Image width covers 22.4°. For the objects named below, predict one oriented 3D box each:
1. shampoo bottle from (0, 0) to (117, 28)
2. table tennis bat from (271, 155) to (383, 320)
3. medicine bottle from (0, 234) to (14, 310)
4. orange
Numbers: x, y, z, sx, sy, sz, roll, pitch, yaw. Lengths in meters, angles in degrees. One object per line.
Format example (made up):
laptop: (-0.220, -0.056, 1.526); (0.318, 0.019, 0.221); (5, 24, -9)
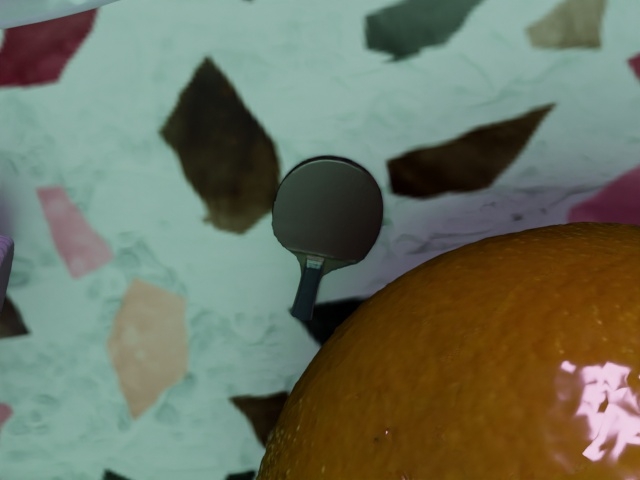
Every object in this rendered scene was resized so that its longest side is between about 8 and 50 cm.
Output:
shampoo bottle: (-0.100, -0.219, 0.472); (0.273, 0.273, 0.266); (-12, 127, 9)
table tennis bat: (0.000, 0.000, 0.736); (0.050, 0.007, 0.083); (12, 117, -5)
medicine bottle: (-0.290, 0.037, 0.674); (0.291, 0.178, 0.178); (16, 118, -6)
orange: (0.099, 0.124, 0.657); (0.274, 0.274, 0.274); (1, 119, 2)
